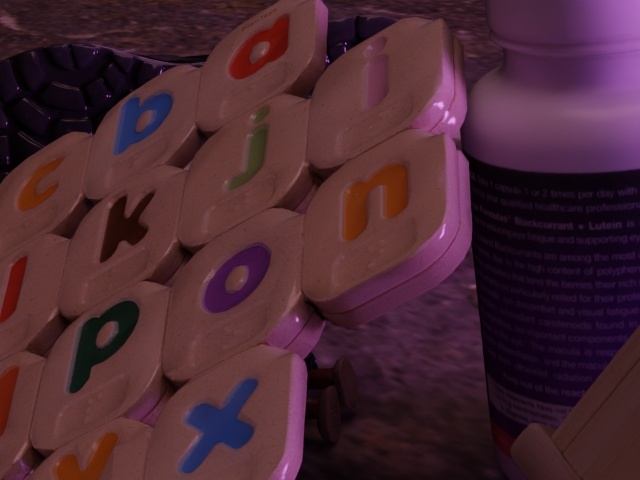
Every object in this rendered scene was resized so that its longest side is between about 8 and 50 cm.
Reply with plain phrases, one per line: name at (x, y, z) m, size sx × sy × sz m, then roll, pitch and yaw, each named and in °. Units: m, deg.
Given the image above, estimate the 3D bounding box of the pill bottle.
pill bottle at (0.107, -0.010, 0.690) m, size 0.108 × 0.193 × 0.108 m, roll -7°, pitch 19°, yaw 2°

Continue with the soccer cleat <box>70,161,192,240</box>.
soccer cleat at (-0.028, -0.022, 0.944) m, size 0.196 × 0.068 × 0.076 m, roll -9°, pitch 16°, yaw 6°

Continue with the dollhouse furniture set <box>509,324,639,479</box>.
dollhouse furniture set at (0.257, 0.087, 0.466) m, size 0.303 × 0.198 × 0.286 m, roll 24°, pitch 19°, yaw -38°

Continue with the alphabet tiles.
alphabet tiles at (-0.068, 0.026, 0.683) m, size 0.284 × 0.021 × 0.278 m, roll -30°, pitch 32°, yaw 22°

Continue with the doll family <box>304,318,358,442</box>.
doll family at (-0.052, 0.052, 0.771) m, size 0.111 × 0.076 × 0.193 m, roll -5°, pitch 13°, yaw 21°

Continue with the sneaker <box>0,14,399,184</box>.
sneaker at (-0.067, -0.061, 1.101) m, size 0.283 × 0.107 × 0.124 m, roll -5°, pitch 0°, yaw 6°
